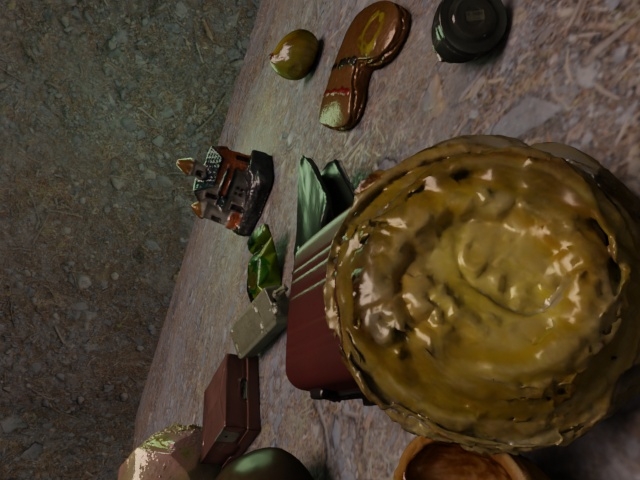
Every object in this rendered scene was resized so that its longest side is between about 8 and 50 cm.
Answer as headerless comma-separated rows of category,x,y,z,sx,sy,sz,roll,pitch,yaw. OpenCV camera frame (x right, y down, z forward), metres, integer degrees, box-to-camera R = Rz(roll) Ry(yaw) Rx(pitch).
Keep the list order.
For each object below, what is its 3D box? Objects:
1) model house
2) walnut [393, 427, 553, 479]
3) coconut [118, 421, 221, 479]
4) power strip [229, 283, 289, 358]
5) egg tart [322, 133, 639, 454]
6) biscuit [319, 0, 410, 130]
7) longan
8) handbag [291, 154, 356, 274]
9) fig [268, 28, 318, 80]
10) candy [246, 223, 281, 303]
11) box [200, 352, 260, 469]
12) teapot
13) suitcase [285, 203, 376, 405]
model house,-0.334,-0.183,1.571,0.190,0.300,0.272,-93,27,-52
walnut,0.150,0.246,0.408,0.211,0.086,0.167,-176,93,-69
coconut,-0.393,0.601,1.219,0.245,0.233,0.233,0,-72,-72
power strip,-0.134,0.186,1.123,0.288,0.053,0.093,-48,57,44
egg tart,0.133,0.026,0.379,0.095,0.278,0.279,56,-142,-67
biscuit,0.076,-0.362,1.008,0.277,0.052,0.262,-69,23,16
longan,-0.095,0.435,0.747,0.198,0.197,0.213,-120,48,-60
handbag,-0.002,-0.001,0.887,0.248,0.079,0.260,-108,26,-57
fig,-0.070,-0.541,1.390,0.153,0.120,0.136,-50,19,0
candy,-0.147,0.094,1.235,0.149,0.069,0.247,-37,49,55
box,-0.231,0.428,1.202,0.215,0.086,0.215,-58,27,36
teapot,0.205,-0.292,0.651,0.092,0.124,0.091,62,173,-2
suitcase,0.079,0.072,0.588,0.297,0.161,0.237,142,137,-57
